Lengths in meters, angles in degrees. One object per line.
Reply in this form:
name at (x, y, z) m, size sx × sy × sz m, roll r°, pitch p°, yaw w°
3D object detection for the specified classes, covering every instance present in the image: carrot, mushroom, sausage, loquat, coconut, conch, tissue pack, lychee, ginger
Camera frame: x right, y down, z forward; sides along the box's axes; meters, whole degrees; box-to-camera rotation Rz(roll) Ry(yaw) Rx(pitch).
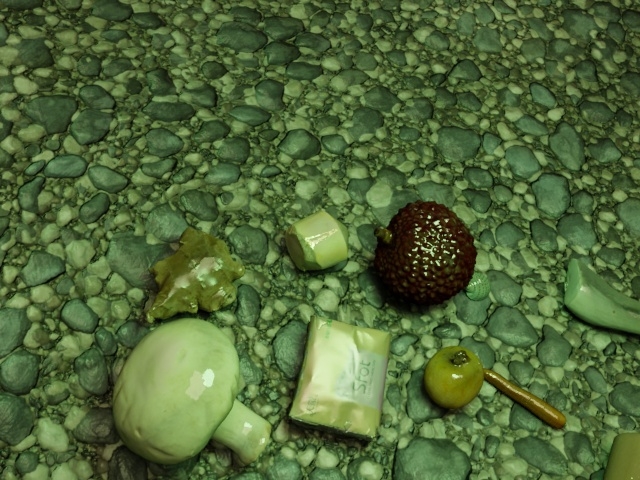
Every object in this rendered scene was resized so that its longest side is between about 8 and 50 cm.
carrot at (0.503, 0.390, 1.850) m, size 0.248 × 0.043 × 0.043 m, roll 33°, pitch 61°, yaw 8°
mushroom at (-0.287, 0.342, 1.568) m, size 0.315 × 0.315 × 0.356 m, roll -30°, pitch 72°, yaw -24°
sausage at (0.727, 0.586, 1.745) m, size 0.123 × 0.123 × 0.252 m, roll 26°, pitch 60°, yaw 3°
loquat at (0.321, 0.328, 1.786) m, size 0.163 × 0.163 × 0.137 m, roll -15°, pitch 36°, yaw -19°
coconut at (0.000, 0.000, 1.893) m, size 0.153 × 0.147 × 0.147 m, roll -23°, pitch 69°, yaw -24°
mushroom at (0.800, 0.180, 1.980) m, size 0.329 × 0.122 × 0.159 m, roll 28°, pitch 69°, yaw 3°
conch at (0.422, 0.120, 1.970) m, size 0.085 × 0.056 × 0.076 m, roll -18°, pitch 80°, yaw -19°
tissue pack at (0.046, 0.323, 1.743) m, size 0.215 × 0.123 × 0.256 m, roll 14°, pitch 68°, yaw -7°
lychee at (0.251, 0.030, 1.857) m, size 0.300 × 0.264 × 0.264 m, roll 27°, pitch 57°, yaw -25°
ginger at (-0.314, 0.105, 1.786) m, size 0.219 × 0.123 × 0.270 m, roll 30°, pitch 70°, yaw 8°
